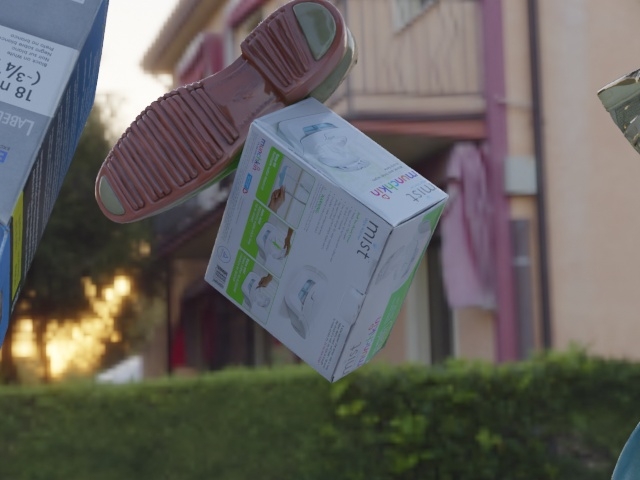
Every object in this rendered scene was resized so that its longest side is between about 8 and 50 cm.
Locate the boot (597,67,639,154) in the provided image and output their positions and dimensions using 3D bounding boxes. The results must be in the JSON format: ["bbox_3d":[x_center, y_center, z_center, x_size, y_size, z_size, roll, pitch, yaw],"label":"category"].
[{"bbox_3d":[0.301,-0.068,1.032,0.077,0.165,0.213,-26,3,-11],"label":"boot"}]

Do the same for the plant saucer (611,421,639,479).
[{"bbox_3d":[0.412,0.269,1.232,0.317,0.317,0.044,-7,-15,38],"label":"plant saucer"}]

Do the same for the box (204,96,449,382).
[{"bbox_3d":[0.000,0.000,1.673,0.231,0.262,0.127,36,40,22],"label":"box"}]

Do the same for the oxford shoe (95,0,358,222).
[{"bbox_3d":[-0.110,-0.143,1.742,0.397,0.140,0.146,-34,-22,9],"label":"oxford shoe"}]

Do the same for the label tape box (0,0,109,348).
[{"bbox_3d":[-0.297,-0.060,1.231,0.106,0.333,0.240,18,-28,-5],"label":"label tape box"}]
